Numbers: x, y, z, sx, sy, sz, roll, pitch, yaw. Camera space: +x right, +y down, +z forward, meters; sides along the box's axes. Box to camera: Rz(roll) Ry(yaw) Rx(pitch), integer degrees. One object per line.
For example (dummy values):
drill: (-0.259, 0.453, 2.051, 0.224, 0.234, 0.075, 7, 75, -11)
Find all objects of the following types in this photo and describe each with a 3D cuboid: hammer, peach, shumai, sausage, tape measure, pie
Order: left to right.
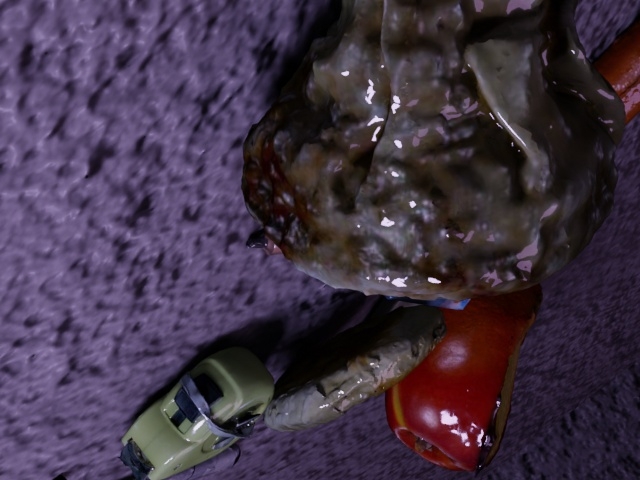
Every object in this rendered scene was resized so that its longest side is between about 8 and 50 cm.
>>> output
hammer: (-0.261, 0.347, 1.856, 0.427, 0.044, 0.152, -9, 140, -54)
tape measure: (-0.137, 0.219, 1.732, 0.175, 0.106, 0.200, -50, 158, 27)
pie: (0.041, 0.168, 1.829, 0.306, 0.071, 0.306, -31, -172, 5)
shumai: (0.095, -0.159, 1.231, 0.395, 0.395, 0.348, -28, 129, -30)
peach: (0.213, 0.180, 2.092, 0.258, 0.201, 0.361, 72, 37, -68)
sausage: (0.416, -0.219, 1.861, 0.330, 0.102, 0.102, -45, 157, 9)

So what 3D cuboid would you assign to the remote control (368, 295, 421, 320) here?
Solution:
remote control: (0.127, 0.084, 2.007, 0.090, 0.038, 0.309, -13, 144, -49)

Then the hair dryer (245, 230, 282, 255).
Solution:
hair dryer: (0.000, 0.000, 1.592, 0.182, 0.117, 0.064, -7, 145, -23)

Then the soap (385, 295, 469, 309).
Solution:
soap: (0.189, -0.017, 1.825, 0.156, 0.077, 0.293, 9, 128, -34)
